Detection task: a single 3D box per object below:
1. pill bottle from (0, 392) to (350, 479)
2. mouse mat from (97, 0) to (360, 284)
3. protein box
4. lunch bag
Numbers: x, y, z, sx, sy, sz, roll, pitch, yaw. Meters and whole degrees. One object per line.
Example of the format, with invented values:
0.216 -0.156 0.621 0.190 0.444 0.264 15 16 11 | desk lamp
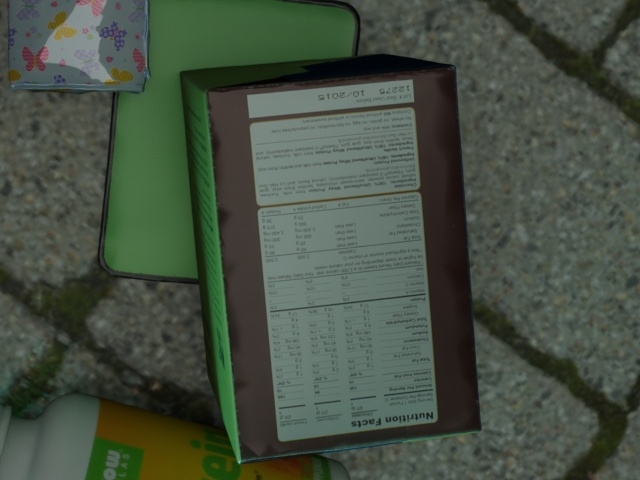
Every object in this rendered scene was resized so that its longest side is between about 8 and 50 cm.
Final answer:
-0.115 0.171 0.995 0.246 0.136 0.136 16 95 -11 | pill bottle
-0.058 -0.064 1.038 0.153 0.007 0.189 5 98 -9 | mouse mat
0.000 0.000 0.950 0.136 0.200 0.201 -6 99 -8 | protein box
-0.145 -0.124 0.993 0.083 0.053 0.071 0 96 1 | lunch bag
